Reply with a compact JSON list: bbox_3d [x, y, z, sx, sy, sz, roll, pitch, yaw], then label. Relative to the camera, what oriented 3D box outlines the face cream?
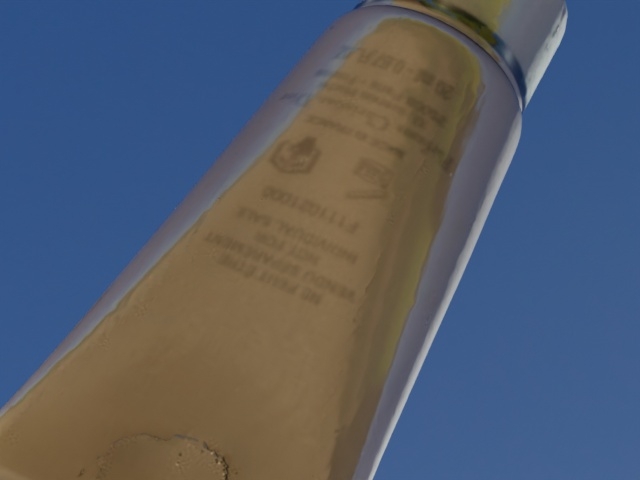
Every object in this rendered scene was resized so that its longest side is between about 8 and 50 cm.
[{"bbox_3d":[0.000,0.000,0.603,0.143,0.089,0.314,23,-124,16],"label":"face cream"}]
